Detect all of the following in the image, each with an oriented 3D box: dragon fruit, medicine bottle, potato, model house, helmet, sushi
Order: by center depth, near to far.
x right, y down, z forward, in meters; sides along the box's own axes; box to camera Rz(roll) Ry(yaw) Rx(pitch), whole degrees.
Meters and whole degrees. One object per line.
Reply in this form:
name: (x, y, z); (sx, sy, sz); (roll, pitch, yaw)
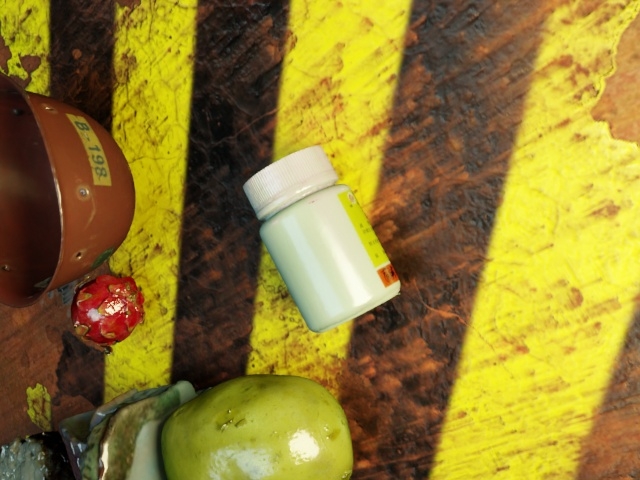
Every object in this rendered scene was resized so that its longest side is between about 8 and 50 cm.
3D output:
medicine bottle: (0.000, 0.000, 0.998); (0.139, 0.139, 0.225); (-31, 86, 39)
potato: (-0.094, 0.311, 1.116); (0.305, 0.216, 0.215); (-20, 92, 28)
helmet: (-0.441, -0.093, 1.240); (0.337, 0.230, 0.384); (-38, 72, 37)
model house: (-0.345, 0.437, 1.282); (0.339, 0.297, 0.360); (-13, 98, 34)
dragon fruit: (-0.387, 0.124, 1.336); (0.133, 0.136, 0.166); (38, 150, -8)
sushi: (-0.537, 0.479, 1.521); (0.343, 0.182, 0.196); (-25, 75, 46)

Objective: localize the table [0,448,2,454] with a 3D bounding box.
table: (-0.759, 0.570, 1.810); (0.134, 0.043, 0.133); (12, 111, 33)
